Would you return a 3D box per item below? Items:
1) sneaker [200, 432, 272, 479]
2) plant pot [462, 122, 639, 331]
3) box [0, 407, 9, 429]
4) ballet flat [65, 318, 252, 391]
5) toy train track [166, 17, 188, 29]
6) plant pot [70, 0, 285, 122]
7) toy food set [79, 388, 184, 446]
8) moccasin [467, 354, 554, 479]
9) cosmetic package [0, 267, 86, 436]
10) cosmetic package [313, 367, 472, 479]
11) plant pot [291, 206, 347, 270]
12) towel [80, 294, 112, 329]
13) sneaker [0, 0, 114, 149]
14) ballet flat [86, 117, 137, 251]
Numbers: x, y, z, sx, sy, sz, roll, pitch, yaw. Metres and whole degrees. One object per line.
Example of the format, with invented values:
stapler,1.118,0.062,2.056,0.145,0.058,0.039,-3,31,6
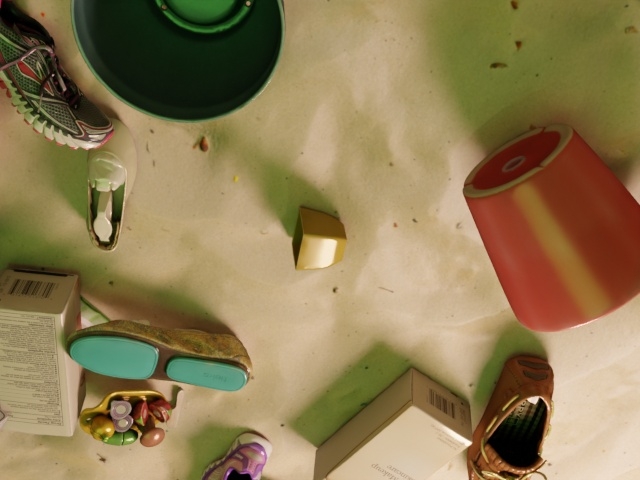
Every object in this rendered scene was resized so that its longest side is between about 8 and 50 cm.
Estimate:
sneaker,-0.187,0.507,2.061,0.095,0.104,0.236,27,124,-15
plant pot,0.365,-0.031,1.551,0.275,0.275,0.243,-29,108,23
box,-0.741,0.294,1.857,0.290,0.087,0.169,41,130,4
ballet flat,-0.296,0.201,1.835,0.349,0.123,0.123,12,126,-17
toy train track,-0.217,-0.313,1.548,0.048,0.014,0.083,-32,117,24
plant pot,-0.184,-0.342,1.411,0.293,0.196,0.293,3,123,4
toy food set,-0.359,0.359,1.939,0.218,0.071,0.128,2,127,-33
moccasin,0.373,0.402,1.904,0.139,0.147,0.380,14,125,-4
cosmetic package,-0.530,0.211,1.849,0.153,0.129,0.296,6,122,-1
cosmetic package,0.139,0.407,1.954,0.160,0.113,0.309,33,121,-17
plant pot,0.000,0.000,1.708,0.083,0.081,0.081,4,126,-12
towel,-0.476,0.179,1.910,0.152,0.023,0.113,-35,115,26
sneaker,-0.440,-0.262,1.539,0.112,0.121,0.299,-37,111,23
ballet flat,-0.361,-0.085,1.679,0.086,0.086,0.248,10,125,-1
